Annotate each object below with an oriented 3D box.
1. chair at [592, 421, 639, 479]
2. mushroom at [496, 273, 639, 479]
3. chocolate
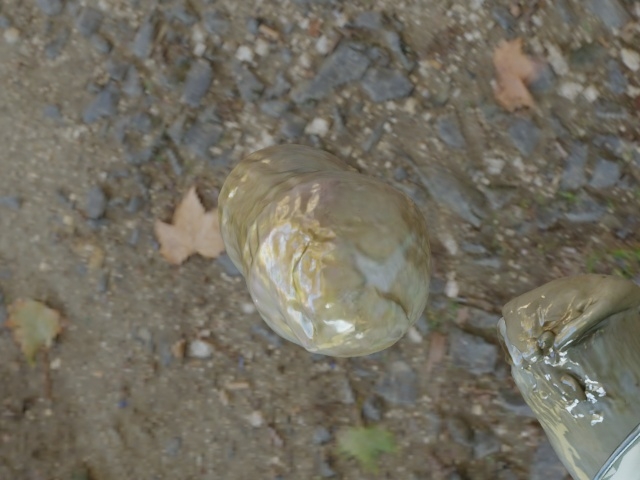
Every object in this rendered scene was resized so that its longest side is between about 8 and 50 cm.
[{"bbox_3d":[0.267,0.137,0.615,0.274,0.190,0.203,38,109,1],"label":"chair"},{"bbox_3d":[0.277,0.138,0.882,0.126,0.397,0.177,37,108,58],"label":"mushroom"},{"bbox_3d":[0.000,0.000,0.912,0.134,0.309,0.134,-3,104,-10],"label":"chocolate"}]
